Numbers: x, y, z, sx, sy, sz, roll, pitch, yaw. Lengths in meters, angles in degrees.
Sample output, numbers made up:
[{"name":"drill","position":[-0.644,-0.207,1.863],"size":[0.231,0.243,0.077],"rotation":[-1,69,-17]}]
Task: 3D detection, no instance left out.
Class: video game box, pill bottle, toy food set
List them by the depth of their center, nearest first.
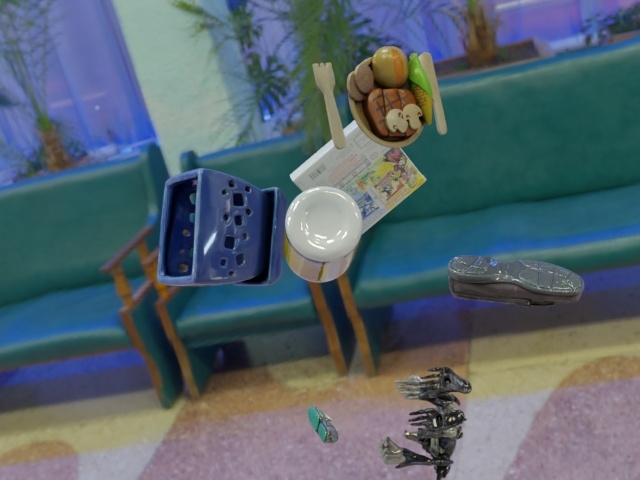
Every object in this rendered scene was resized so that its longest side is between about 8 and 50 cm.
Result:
[{"name":"toy food set","position":[0.091,-0.186,1.175],"size":[0.192,0.132,0.038],"rotation":[-13,-2,-32]},{"name":"pill bottle","position":[0.000,0.000,1.255],"size":[0.103,0.103,0.184],"rotation":[-19,-14,-9]},{"name":"video game box","position":[0.076,-0.124,1.791],"size":[0.205,0.187,0.048],"rotation":[-39,23,4]}]

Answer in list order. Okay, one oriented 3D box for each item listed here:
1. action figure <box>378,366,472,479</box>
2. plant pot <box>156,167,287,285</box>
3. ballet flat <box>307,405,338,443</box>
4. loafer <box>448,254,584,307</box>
[{"name":"action figure","position":[0.178,0.307,1.542],"size":[0.140,0.276,0.164],"rotation":[9,61,6]},{"name":"plant pot","position":[-0.202,-0.014,1.901],"size":[0.212,0.236,0.236],"rotation":[7,-6,-26]},{"name":"ballet flat","position":[0.008,0.357,1.746],"size":[0.041,0.041,0.114],"rotation":[-19,24,-11]},{"name":"loafer","position":[0.439,0.103,2.057],"size":[0.302,0.095,0.109],"rotation":[9,37,15]}]
